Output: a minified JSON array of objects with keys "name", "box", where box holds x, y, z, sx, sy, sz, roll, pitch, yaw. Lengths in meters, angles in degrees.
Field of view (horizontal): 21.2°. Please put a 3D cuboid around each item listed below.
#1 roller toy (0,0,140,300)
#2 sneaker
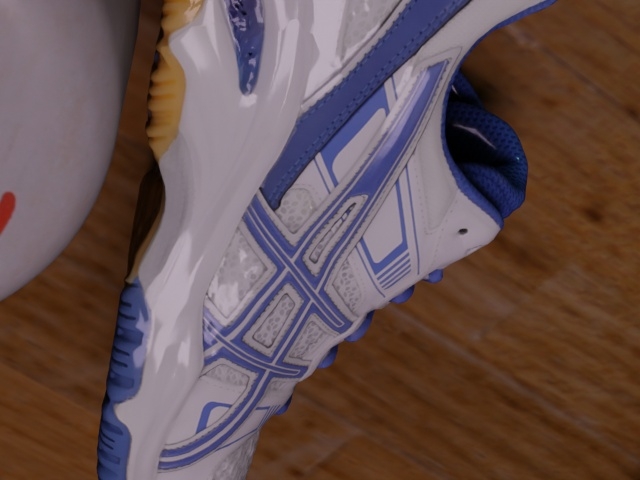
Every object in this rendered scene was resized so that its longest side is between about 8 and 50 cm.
[{"name":"roller toy","box":[-0.144,-0.071,0.489,0.209,0.146,0.191,-16,130,14]},{"name":"sneaker","box":[0.000,0.000,0.574,0.131,0.112,0.296,9,132,-7]}]
